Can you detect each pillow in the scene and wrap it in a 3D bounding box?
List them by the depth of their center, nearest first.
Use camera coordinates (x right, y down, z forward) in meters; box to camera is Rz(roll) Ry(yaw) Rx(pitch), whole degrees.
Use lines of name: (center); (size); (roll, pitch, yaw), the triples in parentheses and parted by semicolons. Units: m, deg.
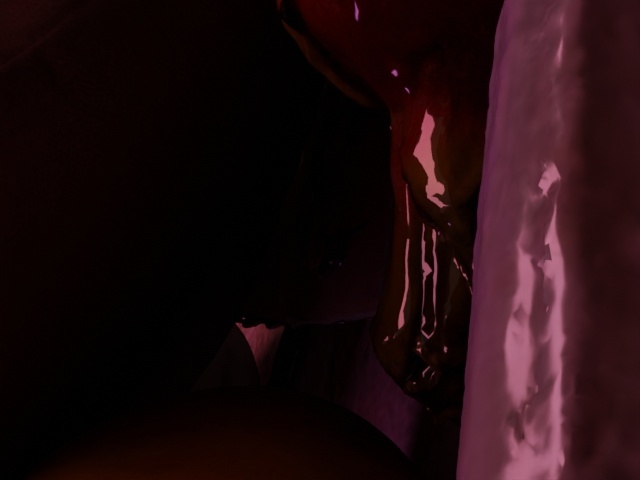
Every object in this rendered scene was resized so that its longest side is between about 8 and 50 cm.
pillow: (-0.100, 0.016, 0.622); (0.305, 0.108, 0.308); (-49, -13, -44)
pillow: (0.000, -0.026, 0.739); (0.232, 0.043, 0.126); (171, 108, -70)

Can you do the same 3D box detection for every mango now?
mango: (-0.033, 0.108, 0.536); (0.221, 0.151, 0.120); (-120, 22, -75)

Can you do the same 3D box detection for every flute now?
flute: (0.000, 0.000, 0.807); (0.014, 0.014, 0.269); (-121, 45, -72)

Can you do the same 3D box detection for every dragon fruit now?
dragon fruit: (0.035, -0.071, 0.501); (0.125, 0.125, 0.246); (-4, 86, 34)

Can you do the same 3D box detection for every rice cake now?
rice cake: (0.052, 0.100, 0.359); (0.070, 0.064, 0.399); (117, 162, -66)

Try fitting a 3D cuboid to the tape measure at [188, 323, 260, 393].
tape measure: (-0.152, 0.102, 0.822); (0.125, 0.243, 0.246); (-17, 59, 45)
